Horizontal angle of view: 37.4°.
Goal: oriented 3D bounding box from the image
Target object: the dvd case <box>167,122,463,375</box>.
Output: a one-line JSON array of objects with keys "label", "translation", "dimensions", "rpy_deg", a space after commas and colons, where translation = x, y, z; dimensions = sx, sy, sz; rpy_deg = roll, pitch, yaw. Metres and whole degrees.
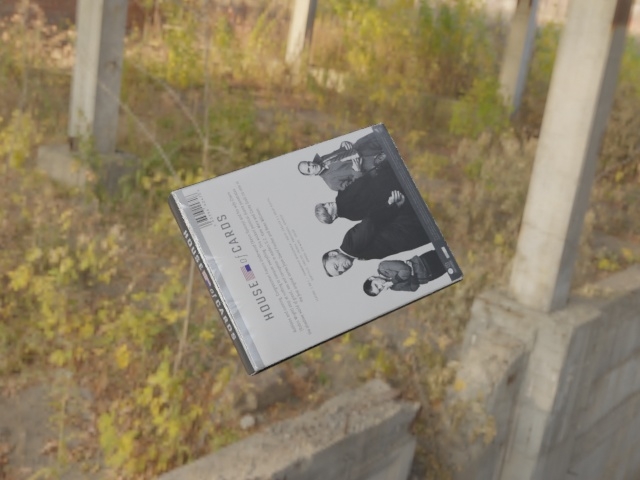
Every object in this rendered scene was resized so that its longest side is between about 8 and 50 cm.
[{"label": "dvd case", "translation": [0.000, 0.000, 0.886], "dimensions": [0.239, 0.179, 0.029], "rpy_deg": [-21, -11, -27]}]
